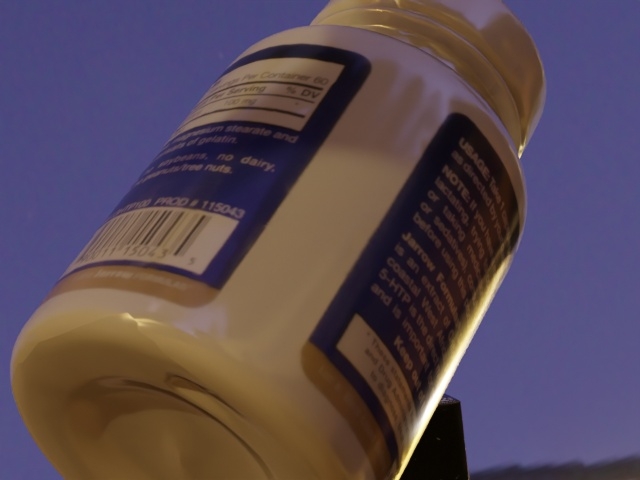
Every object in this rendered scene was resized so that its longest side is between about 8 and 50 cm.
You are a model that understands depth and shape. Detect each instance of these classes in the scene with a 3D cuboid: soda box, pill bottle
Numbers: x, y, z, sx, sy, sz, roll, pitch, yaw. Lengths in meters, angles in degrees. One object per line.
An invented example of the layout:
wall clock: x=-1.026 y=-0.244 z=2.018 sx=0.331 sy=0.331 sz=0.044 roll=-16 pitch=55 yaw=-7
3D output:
soda box: x=0.009 y=0.141 z=0.976 sx=0.168 sy=0.060 sz=0.053 roll=-7 pitch=4 yaw=-12
pill bottle: x=0.000 y=0.000 z=0.456 sx=0.112 sy=0.187 sz=0.112 roll=20 pitch=-40 yaw=17
